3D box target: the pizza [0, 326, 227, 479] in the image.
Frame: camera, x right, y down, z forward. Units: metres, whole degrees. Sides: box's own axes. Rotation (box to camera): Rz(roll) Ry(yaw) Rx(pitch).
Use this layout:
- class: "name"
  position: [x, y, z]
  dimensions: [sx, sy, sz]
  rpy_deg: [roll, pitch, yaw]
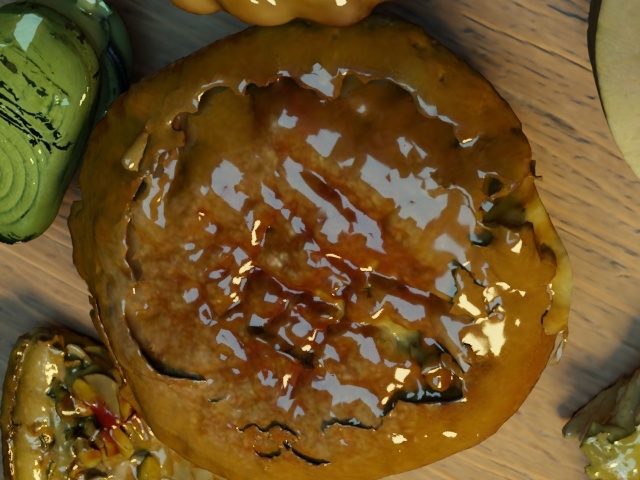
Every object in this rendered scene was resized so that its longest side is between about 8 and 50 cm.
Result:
- class: "pizza"
  position: [-0.165, 0.229, 1.124]
  dimensions: [0.287, 0.074, 0.251]
  rpy_deg: [24, 113, 7]

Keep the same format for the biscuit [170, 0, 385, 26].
- class: "biscuit"
  position: [-0.020, -0.294, 0.840]
  dimensions: [0.325, 0.107, 0.326]
  rpy_deg: [-4, 72, 14]

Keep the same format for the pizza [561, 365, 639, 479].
- class: "pizza"
  position: [0.297, 0.194, 0.969]
  dimensions: [0.223, 0.089, 0.324]
  rpy_deg: [-12, 88, 21]

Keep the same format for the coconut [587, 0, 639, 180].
- class: "coconut"
  position: [0.291, -0.125, 0.814]
  dimensions: [0.259, 0.259, 0.259]
  rpy_deg: [4, 107, 12]

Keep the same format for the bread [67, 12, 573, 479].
- class: "bread"
  position: [0.003, 0.000, 0.946]
  dimensions: [0.358, 0.204, 0.337]
  rpy_deg: [-17, 105, 21]

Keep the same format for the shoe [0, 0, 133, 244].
- class: "shoe"
  position: [-0.224, -0.094, 1.011]
  dimensions: [0.140, 0.128, 0.262]
  rpy_deg: [46, 140, 6]
